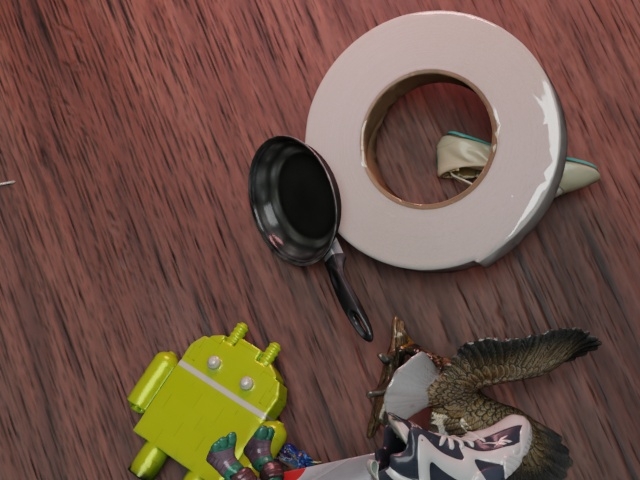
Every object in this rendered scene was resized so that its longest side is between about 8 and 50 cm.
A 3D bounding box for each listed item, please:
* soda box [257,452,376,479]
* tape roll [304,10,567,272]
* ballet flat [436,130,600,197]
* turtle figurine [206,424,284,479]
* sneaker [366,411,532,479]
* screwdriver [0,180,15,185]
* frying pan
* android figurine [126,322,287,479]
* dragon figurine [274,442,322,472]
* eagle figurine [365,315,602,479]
[{"bbox_3d":[-0.041,0.367,1.698,0.286,0.091,0.098,-12,70,2],"label":"soda box"},{"bbox_3d":[0.167,-0.143,1.848,0.392,0.072,0.392,-2,83,20],"label":"tape roll"},{"bbox_3d":[0.290,-0.097,1.882,0.248,0.086,0.086,14,78,16],"label":"ballet flat"},{"bbox_3d":[-0.040,0.343,1.584,0.118,0.175,0.234,-46,64,9],"label":"turtle figurine"},{"bbox_3d":[0.159,0.265,1.635,0.235,0.094,0.153,-35,98,-13],"label":"sneaker"},{"bbox_3d":[-0.564,-0.078,1.962,0.170,0.025,0.024,-11,76,2],"label":"screwdriver"},{"bbox_3d":[0.006,-0.025,1.824,0.053,0.197,0.326,-17,46,-40],"label":"frying pan"},{"bbox_3d":[-0.159,0.250,1.821,0.248,0.056,0.273,31,82,25],"label":"android figurine"},{"bbox_3d":[-0.002,0.422,1.771,0.144,0.085,0.289,-39,76,-5],"label":"dragon figurine"},{"bbox_3d":[0.227,0.208,1.760,0.298,0.226,0.225,16,58,12],"label":"eagle figurine"}]
